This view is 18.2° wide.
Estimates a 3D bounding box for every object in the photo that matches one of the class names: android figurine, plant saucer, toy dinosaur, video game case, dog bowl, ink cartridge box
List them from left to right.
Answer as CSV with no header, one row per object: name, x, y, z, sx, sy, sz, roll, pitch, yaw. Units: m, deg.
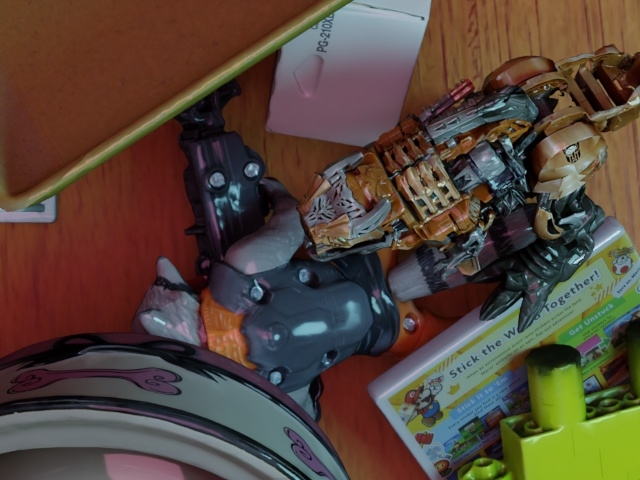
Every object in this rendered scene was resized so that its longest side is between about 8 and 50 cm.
dog bowl,-0.146,0.244,1.452,0.408,0.150,0.408,2,121,4
plant saucer,-0.130,-0.209,1.341,0.333,0.081,0.333,-33,62,0
ink cartridge box,0.030,-0.211,1.468,0.100,0.172,0.237,10,59,-2
toy dinosaur,0.139,-0.052,1.364,0.322,0.218,0.164,-6,67,-4
video game case,0.174,0.116,1.536,0.227,0.026,0.206,-35,126,0
android figurine,0.228,0.198,1.536,0.248,0.056,0.273,-16,114,-14

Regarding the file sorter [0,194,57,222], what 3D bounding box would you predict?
file sorter,-0.304,-0.153,1.512,0.193,0.173,0.277,0,90,-1

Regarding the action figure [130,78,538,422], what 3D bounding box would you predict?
action figure,0.000,0.000,1.510,0.330,0.178,0.341,-23,100,-16
